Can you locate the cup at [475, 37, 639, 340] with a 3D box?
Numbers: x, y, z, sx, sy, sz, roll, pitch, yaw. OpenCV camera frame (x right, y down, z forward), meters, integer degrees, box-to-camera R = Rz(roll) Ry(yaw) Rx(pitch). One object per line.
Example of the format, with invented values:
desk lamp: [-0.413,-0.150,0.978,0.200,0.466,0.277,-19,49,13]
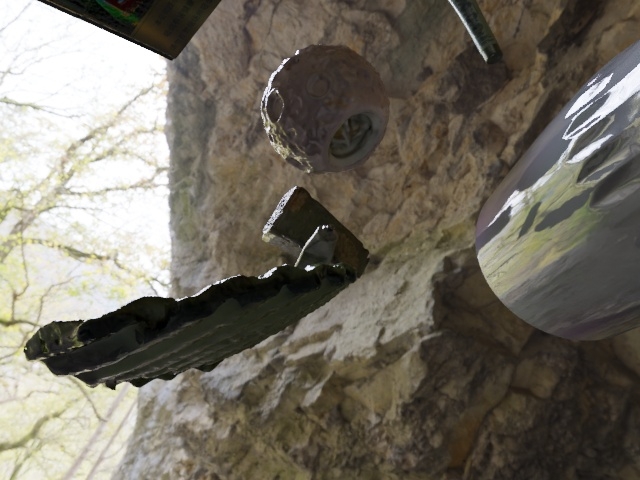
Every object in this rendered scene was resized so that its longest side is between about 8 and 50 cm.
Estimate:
cup: [0.344,-0.050,0.500,0.253,0.253,0.371,21,-22,8]

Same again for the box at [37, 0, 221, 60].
box: [-0.290,-0.394,0.708,0.159,0.071,0.240,-34,-26,32]

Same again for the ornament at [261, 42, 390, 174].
ornament: [0.004,-0.264,0.935,0.225,0.259,0.259,52,-4,30]

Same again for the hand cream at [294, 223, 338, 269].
hand cream: [-0.011,0.034,0.795,0.057,0.037,0.165,21,-50,-7]

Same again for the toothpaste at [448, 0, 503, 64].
toothpaste: [0.351,-0.504,1.060,0.039,0.239,0.062,7,-32,-45]

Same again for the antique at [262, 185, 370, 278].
antique: [0.000,0.000,1.237,0.284,0.150,0.125,35,-19,-13]

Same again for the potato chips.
potato chips: [-0.160,0.121,0.638,0.429,0.070,0.358,-28,-23,24]
